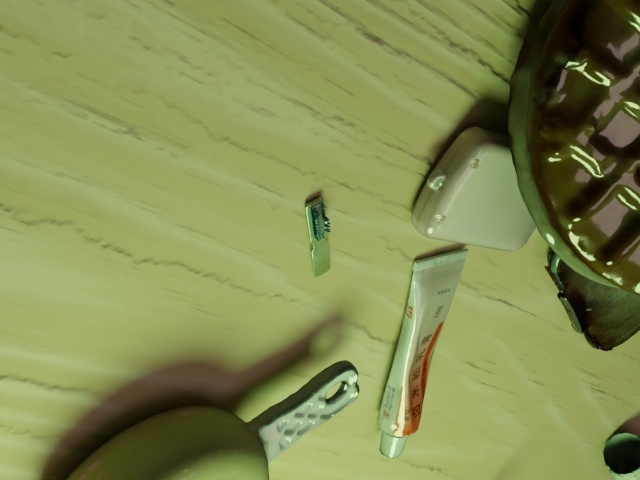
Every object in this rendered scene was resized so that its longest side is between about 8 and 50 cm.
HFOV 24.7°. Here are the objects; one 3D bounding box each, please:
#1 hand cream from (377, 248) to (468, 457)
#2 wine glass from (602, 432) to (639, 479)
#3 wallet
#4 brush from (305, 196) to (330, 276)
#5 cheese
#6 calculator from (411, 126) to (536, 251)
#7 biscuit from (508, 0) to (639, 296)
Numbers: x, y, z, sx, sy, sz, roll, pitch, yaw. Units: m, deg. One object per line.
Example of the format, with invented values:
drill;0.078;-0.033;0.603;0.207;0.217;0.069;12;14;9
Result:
hand cream;0.085;0.102;1.289;0.052;0.038;0.216;-46;154;-54
wine glass;0.399;0.293;1.772;0.074;0.074;0.262;-46;143;0
wallet;0.286;0.024;1.417;0.137;0.031;0.255;-44;145;-3
brush;0.000;0.000;1.112;0.016;0.013;0.083;-33;145;-22
cheese;-0.083;0.184;1.149;0.286;0.082;0.163;-29;143;-25
calculator;0.142;-0.040;1.200;0.175;0.032;0.100;9;117;-49
biscuit;0.302;-0.101;1.136;0.332;0.103;0.332;-5;112;-12
